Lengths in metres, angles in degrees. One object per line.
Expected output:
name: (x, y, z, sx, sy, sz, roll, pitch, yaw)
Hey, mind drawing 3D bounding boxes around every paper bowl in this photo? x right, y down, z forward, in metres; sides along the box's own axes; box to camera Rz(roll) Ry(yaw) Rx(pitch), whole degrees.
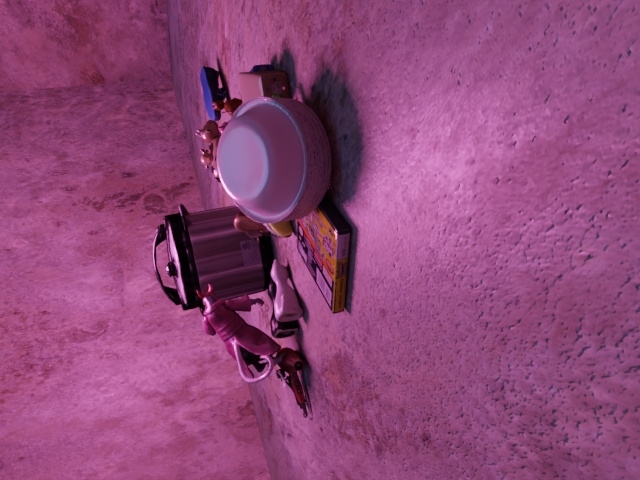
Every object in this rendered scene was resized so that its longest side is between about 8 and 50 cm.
paper bowl: (-0.123, -0.179, 1.131, 0.284, 0.148, 0.284, 9, 105, 39)

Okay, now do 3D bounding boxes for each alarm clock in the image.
alarm clock: (-0.233, -0.089, 1.724, 0.129, 0.064, 0.192, -47, -57, -68)

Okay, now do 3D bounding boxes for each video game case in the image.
video game case: (0.000, 0.000, 1.234, 0.275, 0.035, 0.248, -122, 26, -48)

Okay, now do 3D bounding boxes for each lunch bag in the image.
lunch bag: (-0.158, -0.431, 1.373, 0.065, 0.067, 0.098, -177, 76, -72)

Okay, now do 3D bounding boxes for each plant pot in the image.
plant pot: (-0.137, -0.388, 1.293, 0.096, 0.109, 0.108, 17, 118, 58)

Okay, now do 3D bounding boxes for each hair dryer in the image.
hair dryer: (-0.084, 0.483, 1.779, 0.223, 0.080, 0.293, 48, 154, 30)

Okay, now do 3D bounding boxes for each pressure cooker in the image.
pressure cooker: (-0.425, 0.057, 1.922, 0.375, 0.421, 0.369, 102, 149, -53)

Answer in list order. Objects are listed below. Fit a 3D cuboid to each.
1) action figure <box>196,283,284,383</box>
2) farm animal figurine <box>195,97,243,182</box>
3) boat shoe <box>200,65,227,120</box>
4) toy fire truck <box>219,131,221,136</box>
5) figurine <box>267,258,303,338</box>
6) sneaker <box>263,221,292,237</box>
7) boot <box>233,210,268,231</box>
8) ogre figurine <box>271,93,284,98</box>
action figure: (-0.316, 0.319, 1.737, 0.370, 0.248, 0.276, 49, -166, -4)
farm animal figurine: (-0.358, -0.337, 1.799, 0.330, 0.172, 0.326, 117, 141, -53)
boat shoe: (-0.426, -0.608, 2.043, 0.109, 0.089, 0.258, -35, 62, 56)
toy fire truck: (-0.429, -0.414, 2.228, 0.135, 0.047, 0.192, 95, 155, -43)
figurine: (-0.134, 0.193, 1.688, 0.214, 0.092, 0.209, 106, 151, -54)
sneaker: (-0.134, -0.107, 1.502, 0.094, 0.081, 0.208, -33, 81, 43)
boot: (-0.220, -0.134, 1.587, 0.248, 0.090, 0.206, 10, -111, -74)
ogre figurine: (-0.105, -0.267, 1.281, 0.197, 0.097, 0.118, 133, 135, -55)
